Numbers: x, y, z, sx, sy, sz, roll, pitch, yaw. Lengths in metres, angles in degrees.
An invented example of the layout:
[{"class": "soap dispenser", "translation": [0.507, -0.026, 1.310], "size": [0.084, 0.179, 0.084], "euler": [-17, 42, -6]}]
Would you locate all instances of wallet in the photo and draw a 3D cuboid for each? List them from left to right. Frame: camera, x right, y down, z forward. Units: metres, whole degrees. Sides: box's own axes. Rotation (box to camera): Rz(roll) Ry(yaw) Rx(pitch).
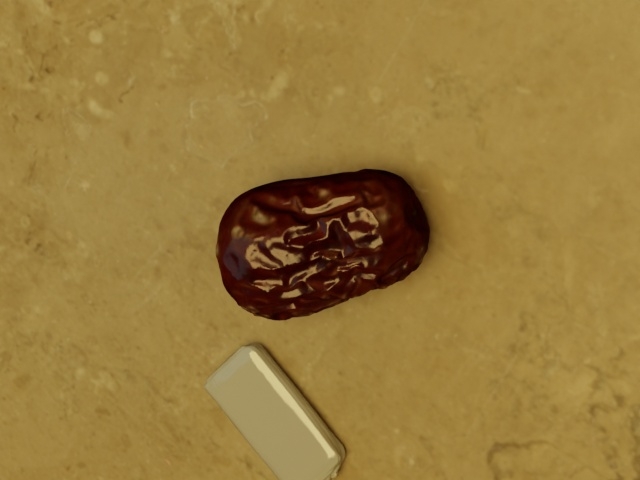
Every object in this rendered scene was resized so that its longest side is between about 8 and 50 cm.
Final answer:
[{"class": "wallet", "translation": [-0.051, 0.213, 1.570], "size": [0.190, 0.033, 0.095], "euler": [49, 114, 10]}]

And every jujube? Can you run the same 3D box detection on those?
[{"class": "jujube", "translation": [0.000, 0.000, 1.455], "size": [0.230, 0.155, 0.155], "euler": [-16, 92, 18]}]
